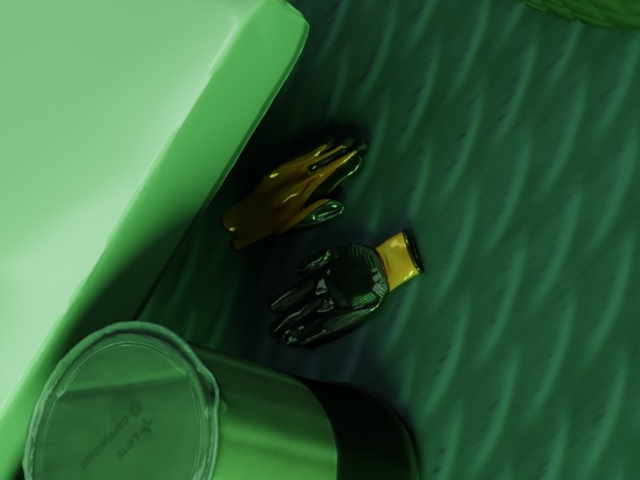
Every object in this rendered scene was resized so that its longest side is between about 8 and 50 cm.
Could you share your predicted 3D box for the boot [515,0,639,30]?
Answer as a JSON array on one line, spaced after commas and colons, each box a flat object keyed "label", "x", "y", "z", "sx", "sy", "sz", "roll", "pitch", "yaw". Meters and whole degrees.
[{"label": "boot", "x": 0.073, "y": -0.200, "z": 0.640, "sx": 0.246, "sy": 0.083, "sz": 0.161, "roll": 37, "pitch": 90, "yaw": 33}]

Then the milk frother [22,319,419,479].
[{"label": "milk frother", "x": -0.030, "y": 0.118, "z": 0.566, "sx": 0.129, "sy": 0.134, "sz": 0.143, "roll": -48, "pitch": 56, "yaw": 14}]

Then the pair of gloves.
[{"label": "pair of gloves", "x": 0.000, "y": 0.000, "z": 0.661, "sx": 0.074, "sy": 0.010, "sz": 0.083, "roll": -34, "pitch": 63, "yaw": 18}]

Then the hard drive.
[{"label": "hard drive", "x": -0.200, "y": -0.066, "z": 0.663, "sx": 0.353, "sy": 0.047, "sz": 0.233, "roll": 31, "pitch": 90, "yaw": 30}]
